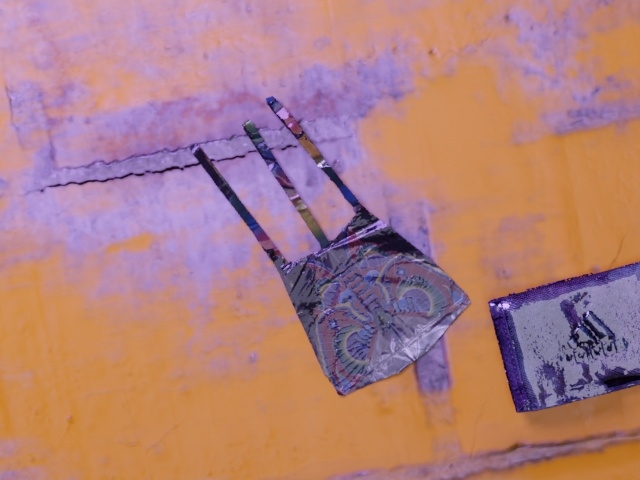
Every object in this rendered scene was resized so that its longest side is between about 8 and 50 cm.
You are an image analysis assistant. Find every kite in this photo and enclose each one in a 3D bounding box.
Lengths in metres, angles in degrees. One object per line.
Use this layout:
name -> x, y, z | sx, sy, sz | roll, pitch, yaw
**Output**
kite -> 0.000, 0.000, 1.452 | 0.152, 0.015, 0.285 | -38, 92, 4

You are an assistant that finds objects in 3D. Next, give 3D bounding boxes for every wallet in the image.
wallet -> 0.246, 0.087, 1.442 | 0.165, 0.030, 0.111 | -14, 89, 2
